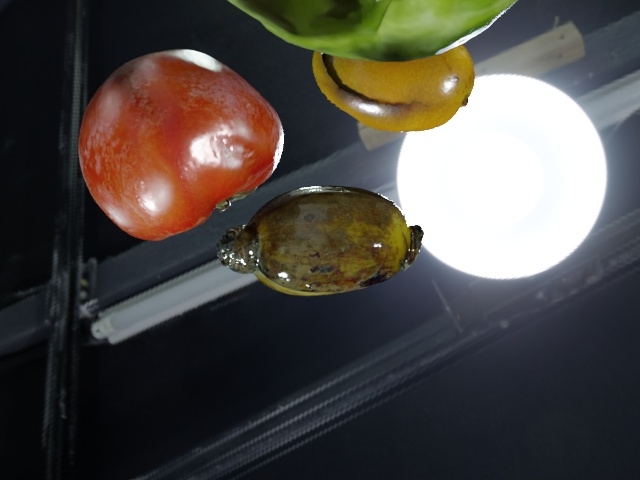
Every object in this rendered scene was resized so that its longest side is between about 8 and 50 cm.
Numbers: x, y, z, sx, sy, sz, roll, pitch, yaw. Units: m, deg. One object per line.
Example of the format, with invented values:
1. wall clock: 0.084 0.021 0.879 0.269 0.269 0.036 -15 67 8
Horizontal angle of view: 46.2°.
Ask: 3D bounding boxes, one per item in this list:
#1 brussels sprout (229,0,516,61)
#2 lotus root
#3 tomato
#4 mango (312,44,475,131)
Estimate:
1. brussels sprout: 0.046 -0.373 0.776 0.425 0.361 0.342 11 -130 0
2. lotus root: 0.000 0.000 0.751 0.209 0.120 0.120 -2 -129 -13
3. tomato: -0.119 -0.089 0.647 0.187 0.151 0.187 -21 -171 3
4. mango: 0.103 -0.240 1.090 0.236 0.136 0.166 16 -121 11
